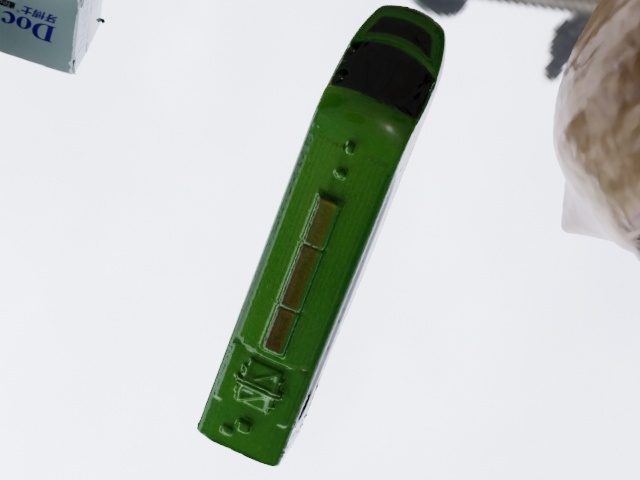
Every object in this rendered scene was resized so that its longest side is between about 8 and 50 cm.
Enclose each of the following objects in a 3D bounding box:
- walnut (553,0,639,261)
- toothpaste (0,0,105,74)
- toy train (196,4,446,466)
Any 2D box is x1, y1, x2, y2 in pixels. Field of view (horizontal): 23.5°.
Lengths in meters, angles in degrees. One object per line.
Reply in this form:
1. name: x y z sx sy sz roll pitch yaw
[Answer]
1. walnut: 0.225 -0.088 0.715 0.203 0.298 0.203 27 -137 -28
2. toothpaste: -0.300 -0.209 1.050 0.313 0.089 0.071 18 -130 0
3. toy train: 0.000 0.000 0.662 0.044 0.209 0.042 23 -158 5
